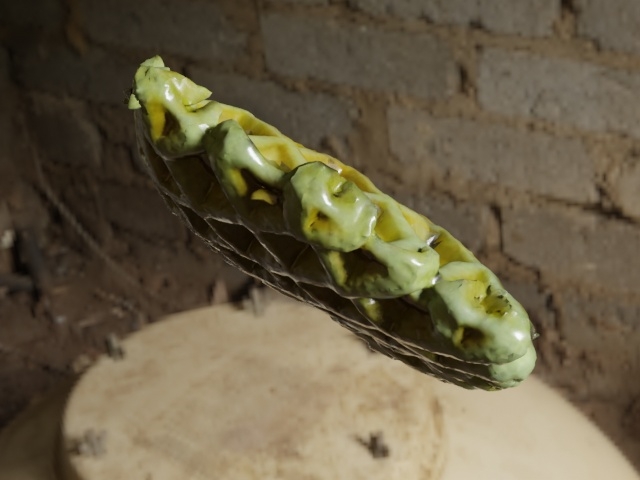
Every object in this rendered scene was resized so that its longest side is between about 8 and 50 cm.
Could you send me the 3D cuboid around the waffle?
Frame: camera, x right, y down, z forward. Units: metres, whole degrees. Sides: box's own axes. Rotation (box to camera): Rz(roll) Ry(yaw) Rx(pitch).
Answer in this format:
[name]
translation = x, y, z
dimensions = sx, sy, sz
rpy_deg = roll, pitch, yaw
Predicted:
[waffle]
translation = 0.000, 0.000, 0.656
dimensions = 0.208, 0.214, 0.054
rpy_deg = 31, 82, 6
